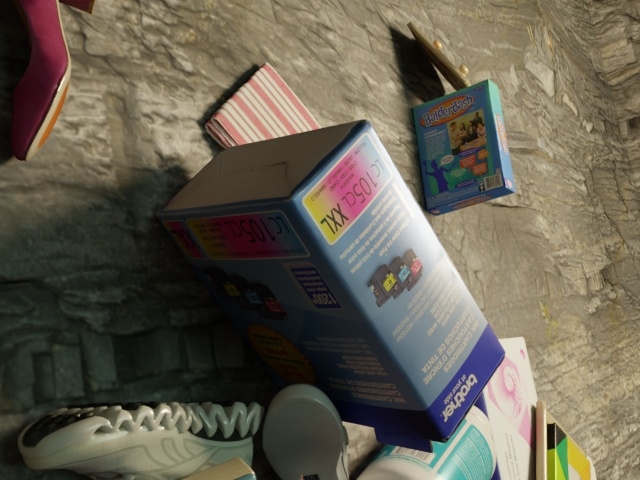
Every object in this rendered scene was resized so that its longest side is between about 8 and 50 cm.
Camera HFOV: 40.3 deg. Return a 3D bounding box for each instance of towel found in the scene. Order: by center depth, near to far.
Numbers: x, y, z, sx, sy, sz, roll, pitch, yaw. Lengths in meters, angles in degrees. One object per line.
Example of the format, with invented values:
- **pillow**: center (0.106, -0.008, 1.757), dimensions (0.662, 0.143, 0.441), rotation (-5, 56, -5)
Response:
- **towel**: center (-0.071, -0.151, 1.200), dimensions (0.144, 0.029, 0.197), rotation (51, 37, -16)

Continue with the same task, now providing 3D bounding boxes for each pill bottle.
- **pill bottle**: center (0.157, 0.324, 1.219), dimensions (0.264, 0.146, 0.146), rotation (-30, 101, -56)

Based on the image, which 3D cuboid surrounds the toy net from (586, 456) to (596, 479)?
- **toy net**: center (0.523, 0.542, 1.762), dimensions (0.122, 0.045, 0.232), rotation (45, 40, -33)

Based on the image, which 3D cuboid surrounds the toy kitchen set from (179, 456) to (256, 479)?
- **toy kitchen set**: center (-0.077, 0.337, 0.783), dimensions (0.122, 0.166, 0.207), rotation (-18, 111, -26)

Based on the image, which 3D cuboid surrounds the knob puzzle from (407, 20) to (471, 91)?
- **knob puzzle**: center (0.254, -0.334, 1.689), dimensions (0.213, 0.030, 0.213), rotation (47, 7, -8)

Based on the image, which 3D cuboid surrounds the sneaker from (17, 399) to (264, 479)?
- **sneaker**: center (-0.159, 0.214, 0.849), dimensions (0.292, 0.110, 0.118), rotation (15, 72, -52)

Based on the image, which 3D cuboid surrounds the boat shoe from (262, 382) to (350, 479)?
- **boat shoe**: center (-0.014, 0.235, 1.022), dimensions (0.084, 0.095, 0.258), rotation (-93, 178, -46)

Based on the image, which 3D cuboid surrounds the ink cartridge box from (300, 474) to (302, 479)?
- **ink cartridge box**: center (-0.007, 0.369, 0.924), dimensions (0.232, 0.066, 0.189), rotation (105, -9, -61)

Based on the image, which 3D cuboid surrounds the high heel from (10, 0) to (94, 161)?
- **high heel**: center (-0.302, -0.200, 0.870), dimensions (0.117, 0.082, 0.244), rotation (17, 73, -16)

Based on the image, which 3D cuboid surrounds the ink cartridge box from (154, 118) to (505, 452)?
- **ink cartridge box**: center (0.026, 0.074, 1.007), dimensions (0.151, 0.270, 0.395), rotation (-48, 117, -29)

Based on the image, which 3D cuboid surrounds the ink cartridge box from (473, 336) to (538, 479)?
- **ink cartridge box**: center (0.302, 0.335, 1.505), dimensions (0.330, 0.071, 0.324), rotation (4, 73, -57)

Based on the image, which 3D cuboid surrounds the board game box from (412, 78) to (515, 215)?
- **board game box**: center (0.257, -0.167, 1.581), dimensions (0.047, 0.160, 0.210), rotation (18, 62, -53)

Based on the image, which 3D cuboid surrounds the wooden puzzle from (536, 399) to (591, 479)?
- **wooden puzzle**: center (0.445, 0.436, 1.572), dimensions (0.238, 0.044, 0.221), rotation (50, 37, -36)
